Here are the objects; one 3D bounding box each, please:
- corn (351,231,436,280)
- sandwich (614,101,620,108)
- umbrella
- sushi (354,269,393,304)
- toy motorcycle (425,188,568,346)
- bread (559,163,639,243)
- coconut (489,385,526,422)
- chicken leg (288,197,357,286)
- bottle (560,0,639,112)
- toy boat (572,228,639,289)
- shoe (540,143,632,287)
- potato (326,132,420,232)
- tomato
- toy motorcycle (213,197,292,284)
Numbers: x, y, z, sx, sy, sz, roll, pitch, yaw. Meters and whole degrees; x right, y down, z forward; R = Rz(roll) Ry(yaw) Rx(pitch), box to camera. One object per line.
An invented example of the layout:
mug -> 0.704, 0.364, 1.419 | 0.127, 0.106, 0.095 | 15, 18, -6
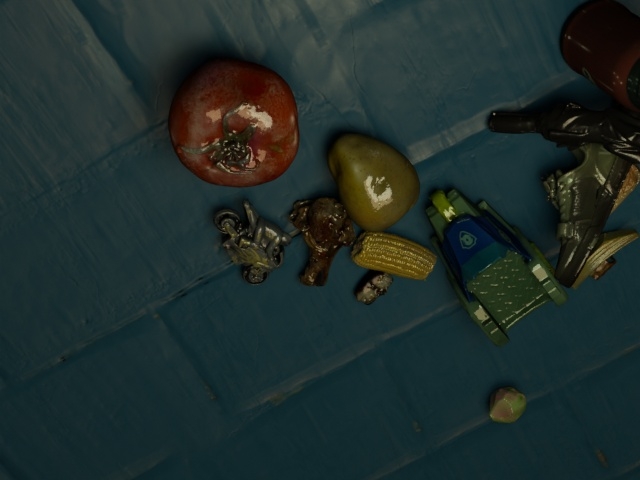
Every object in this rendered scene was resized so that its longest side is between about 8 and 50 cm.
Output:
corn -> 0.145, 0.031, 1.940 | 0.165, 0.063, 0.085 | 19, 103, -21
sandwich -> 0.639, -0.232, 1.807 | 0.065, 0.214, 0.186 | 3, 118, -28
umbrella -> 0.473, -0.205, 1.787 | 0.340, 0.118, 0.118 | 6, 122, 25
sushi -> 0.104, 0.092, 1.975 | 0.046, 0.044, 0.083 | 36, 104, -26
toy motorcycle -> 0.325, 0.046, 1.909 | 0.191, 0.200, 0.326 | -37, 120, 10
bread -> 0.550, -0.077, 1.968 | 0.073, 0.053, 0.214 | 39, 101, -18
coconut -> 0.411, 0.358, 2.160 | 0.082, 0.081, 0.083 | -5, 142, 32
chicken leg -> 0.008, -0.001, 1.897 | 0.125, 0.080, 0.196 | -6, 126, 4
bottle -> 0.537, -0.300, 1.685 | 0.144, 0.336, 0.144 | -5, 120, -9
toy boat -> 0.578, 0.034, 2.025 | 0.066, 0.065, 0.172 | 39, 110, -12
shoe -> 0.481, -0.065, 1.894 | 0.149, 0.109, 0.293 | 25, 86, 10
potato -> 0.092, -0.115, 1.817 | 0.157, 0.157, 0.194 | -41, 95, 11
tomato -> -0.148, -0.207, 1.686 | 0.232, 0.188, 0.232 | -2, 121, -4
toy motorcycle -> -0.119, 0.001, 1.874 | 0.124, 0.061, 0.193 | -20, 125, 7
